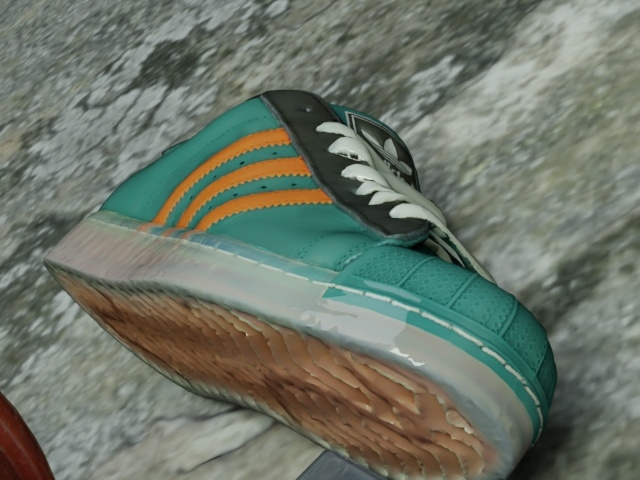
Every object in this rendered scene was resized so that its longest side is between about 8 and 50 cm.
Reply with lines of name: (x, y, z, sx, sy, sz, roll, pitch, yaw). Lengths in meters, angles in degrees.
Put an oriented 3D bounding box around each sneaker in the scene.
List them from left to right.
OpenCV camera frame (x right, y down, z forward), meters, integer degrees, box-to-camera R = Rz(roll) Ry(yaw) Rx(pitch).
sneaker: (0.000, 0.000, 0.715, 0.121, 0.108, 0.302, -50, 27, -14)

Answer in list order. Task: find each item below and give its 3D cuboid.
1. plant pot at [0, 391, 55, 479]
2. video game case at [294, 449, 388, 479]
plant pot: (-0.152, 0.189, 0.436, 0.272, 0.272, 0.265, -37, 42, 3)
video game case: (0.006, 0.167, 0.537, 0.196, 0.026, 0.274, -45, 26, -13)
